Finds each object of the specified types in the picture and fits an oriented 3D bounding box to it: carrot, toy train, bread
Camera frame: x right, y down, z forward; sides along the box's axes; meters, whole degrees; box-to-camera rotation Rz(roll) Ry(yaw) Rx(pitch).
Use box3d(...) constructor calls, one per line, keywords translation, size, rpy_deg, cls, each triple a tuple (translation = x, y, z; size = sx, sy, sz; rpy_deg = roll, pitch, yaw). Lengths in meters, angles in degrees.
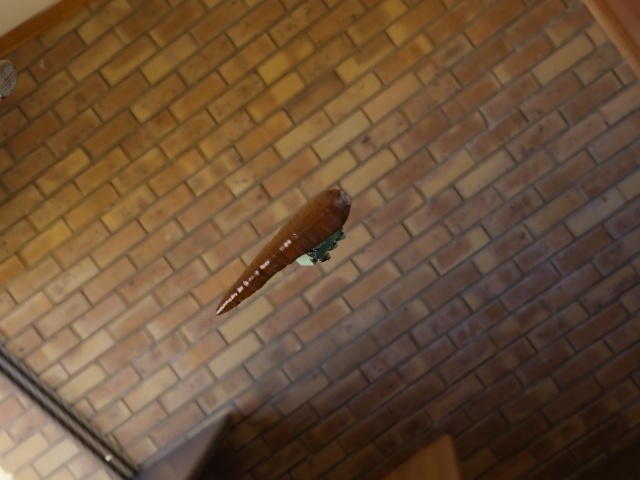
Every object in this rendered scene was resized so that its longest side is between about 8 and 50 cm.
box3d(translation=(-0.049, 0.018, 0.994), size=(0.216, 0.048, 0.048), rpy_deg=(-42, -1, 12), cls="carrot")
box3d(translation=(0.000, 0.000, 1.222), size=(0.053, 0.033, 0.083), rpy_deg=(-1, 43, 43), cls="toy train")
box3d(translation=(-0.497, -0.250, 1.302), size=(0.109, 0.043, 0.062), rpy_deg=(22, 46, 41), cls="bread")
